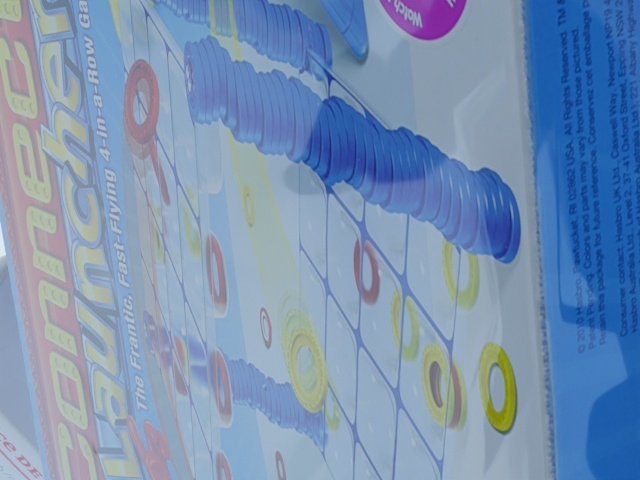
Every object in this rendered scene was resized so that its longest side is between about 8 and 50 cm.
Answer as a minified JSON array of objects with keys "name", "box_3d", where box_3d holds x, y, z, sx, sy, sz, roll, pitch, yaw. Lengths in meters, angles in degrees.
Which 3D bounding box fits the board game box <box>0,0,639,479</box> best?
[{"name":"board game box","box_3d":[0.000,0.000,0.502,0.086,0.308,0.302,-17,-159,-31]}]

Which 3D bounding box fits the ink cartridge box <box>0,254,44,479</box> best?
[{"name":"ink cartridge box","box_3d":[-0.144,0.077,0.748,0.198,0.115,0.067,-20,-152,43]}]
